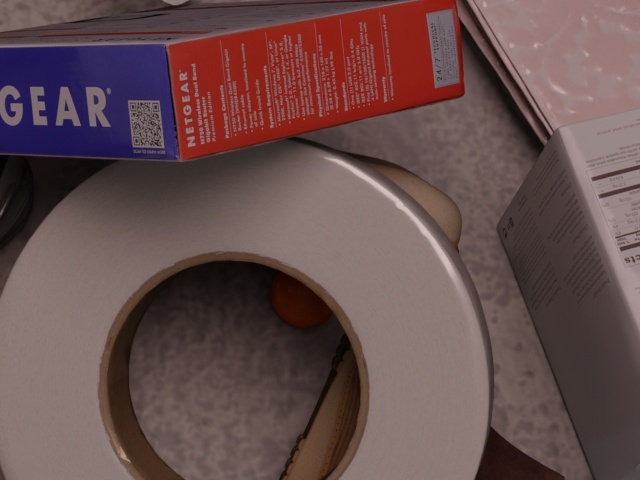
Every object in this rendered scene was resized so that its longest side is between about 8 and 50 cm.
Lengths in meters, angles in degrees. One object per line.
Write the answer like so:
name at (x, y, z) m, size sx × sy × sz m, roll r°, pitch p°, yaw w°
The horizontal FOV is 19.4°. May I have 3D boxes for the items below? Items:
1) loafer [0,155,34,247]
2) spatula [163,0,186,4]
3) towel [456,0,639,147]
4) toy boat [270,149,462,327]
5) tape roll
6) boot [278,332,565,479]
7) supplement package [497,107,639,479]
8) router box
loafer at (-0.357, 0.029, 1.489) m, size 0.112 × 0.111 × 0.319 m, roll 39°, pitch 66°, yaw 7°
spatula at (-0.187, -0.289, 1.659) m, size 0.242 × 0.019 × 0.168 m, roll 38°, pitch 31°, yaw 9°
towel at (0.285, -0.231, 1.739) m, size 0.332 × 0.053 × 0.317 m, roll -20°, pitch 70°, yaw -22°
toy boat at (0.000, 0.000, 1.570) m, size 0.231 × 0.151 × 0.151 m, roll 12°, pitch 96°, yaw -5°
tape roll at (-0.060, 0.111, 1.427) m, size 0.392 × 0.072 × 0.392 m, roll 1°, pitch 94°, yaw 8°
boot at (0.103, 0.144, 1.504) m, size 0.207 × 0.090 × 0.248 m, roll 25°, pitch 98°, yaw -5°
supplement package at (0.301, 0.042, 1.555) m, size 0.198 × 0.199 × 0.263 m, roll -14°, pitch 70°, yaw -15°
router box at (-0.114, -0.129, 1.437) m, size 0.301 × 0.335 × 0.082 m, roll -16°, pitch 105°, yaw -44°
